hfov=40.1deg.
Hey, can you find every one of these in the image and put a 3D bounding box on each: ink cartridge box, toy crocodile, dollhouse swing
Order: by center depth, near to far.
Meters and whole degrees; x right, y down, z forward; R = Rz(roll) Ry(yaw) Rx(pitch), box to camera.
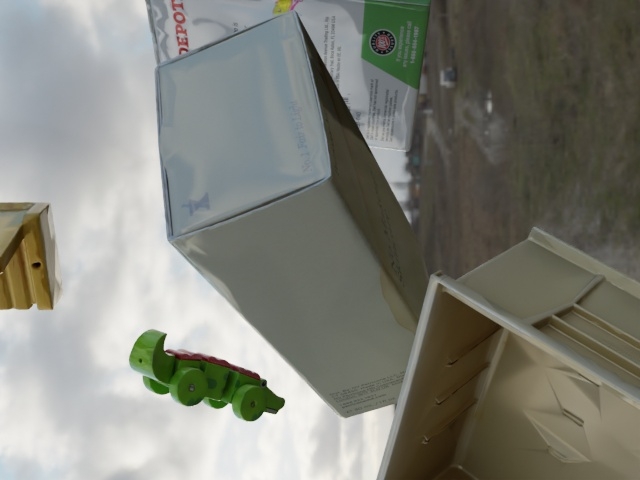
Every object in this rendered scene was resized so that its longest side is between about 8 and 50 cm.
[{"bbox_3d":[-0.027,-0.216,0.935,0.201,0.278,0.117,91,-172,-52],"label":"ink cartridge box"},{"bbox_3d":[-0.193,0.243,1.544,0.340,0.115,0.105,26,-101,-41],"label":"toy crocodile"},{"bbox_3d":[-0.664,0.085,1.545,0.305,0.347,0.315,-99,11,-54],"label":"dollhouse swing"}]

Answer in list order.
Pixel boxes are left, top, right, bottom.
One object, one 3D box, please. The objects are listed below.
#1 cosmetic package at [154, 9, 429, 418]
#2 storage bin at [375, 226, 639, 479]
[{"bbox_3d":[0.000,0.000,0.670,0.309,0.113,0.160,56,-161,-53],"label":"cosmetic package"},{"bbox_3d":[0.184,0.171,0.600,0.123,0.260,0.262,-25,-43,-42],"label":"storage bin"}]
